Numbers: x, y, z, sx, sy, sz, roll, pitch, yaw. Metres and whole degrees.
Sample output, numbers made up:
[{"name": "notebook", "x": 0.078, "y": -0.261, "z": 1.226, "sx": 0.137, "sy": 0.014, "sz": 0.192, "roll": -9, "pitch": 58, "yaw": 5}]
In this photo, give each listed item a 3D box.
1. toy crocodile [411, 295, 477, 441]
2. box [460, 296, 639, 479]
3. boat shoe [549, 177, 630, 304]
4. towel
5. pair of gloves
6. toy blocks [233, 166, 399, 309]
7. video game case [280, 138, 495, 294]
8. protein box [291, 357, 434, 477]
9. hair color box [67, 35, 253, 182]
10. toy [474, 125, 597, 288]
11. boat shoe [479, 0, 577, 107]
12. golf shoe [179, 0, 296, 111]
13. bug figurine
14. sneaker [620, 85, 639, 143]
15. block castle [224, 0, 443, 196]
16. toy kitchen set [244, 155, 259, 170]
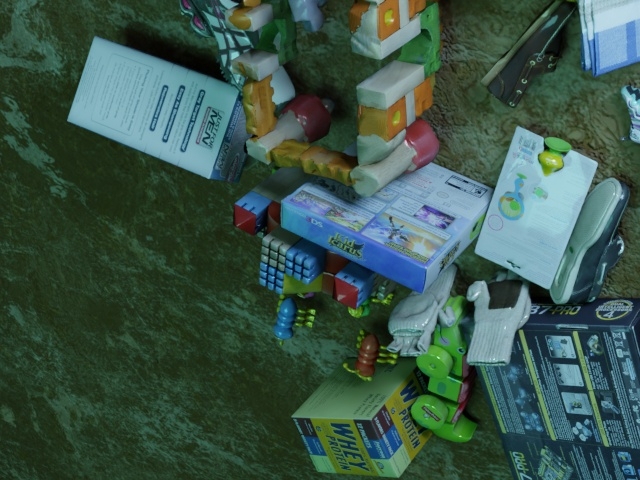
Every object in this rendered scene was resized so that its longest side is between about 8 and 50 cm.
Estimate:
[{"name": "toy crocodile", "x": 0.237, "y": 0.240, "z": 2.002, "sx": 0.105, "sy": 0.115, "sz": 0.341, "roll": 19, "pitch": 132, "yaw": 21}, {"name": "box", "x": 0.439, "y": 0.284, "z": 1.877, "sx": 0.318, "sy": 0.097, "sz": 0.395, "roll": -4, "pitch": 117, "yaw": 40}, {"name": "boat shoe", "x": 0.428, "y": 0.003, "z": 1.712, "sx": 0.079, "sy": 0.084, "sz": 0.233, "roll": 7, "pitch": 126, "yaw": -11}, {"name": "towel", "x": 0.405, "y": -0.363, "z": 1.379, "sx": 0.034, "sy": 0.209, "sz": 0.285, "roll": -129, "pitch": 22, "yaw": -59}, {"name": "pair of gloves", "x": 0.230, "y": 0.114, "z": 1.849, "sx": 0.240, "sy": 0.204, "sz": 0.042, "roll": 4, "pitch": 138, "yaw": 35}, {"name": "toy blocks", "x": 0.000, "y": 0.000, "z": 1.913, "sx": 0.381, "sy": 0.261, "sz": 0.191, "roll": 27, "pitch": 134, "yaw": 23}, {"name": "video game case", "x": 0.114, "y": -0.050, "z": 1.793, "sx": 0.269, "sy": 0.244, "sz": 0.061, "roll": 26, "pitch": 133, "yaw": 24}, {"name": "protein box", "x": 0.096, "y": 0.334, "z": 2.122, "sx": 0.201, "sy": 0.200, "sz": 0.136, "roll": -7, "pitch": 116, "yaw": 42}, {"name": "hair color box", "x": -0.284, "y": -0.241, "z": 2.038, "sx": 0.347, "sy": 0.105, "sz": 0.174, "roll": 23, "pitch": 97, "yaw": 27}, {"name": "toy", "x": 0.341, "y": -0.056, "z": 1.739, "sx": 0.137, "sy": 0.056, "sz": 0.237, "roll": 28, "pitch": 129, "yaw": 21}, {"name": "boat shoe", "x": 0.312, "y": -0.270, "z": 1.600, "sx": 0.073, "sy": 0.073, "sz": 0.207, "roll": 43, "pitch": 145, "yaw": 4}, {"name": "golf shoe", "x": -0.126, "y": -0.343, "z": 1.890, "sx": 0.273, "sy": 0.105, "sz": 0.120, "roll": 51, "pitch": 130, "yaw": -2}, {"name": "bug figurine", "x": 0.020, "y": 0.139, "z": 2.101, "sx": 0.279, "sy": 0.072, "sz": 0.216, "roll": 21, "pitch": 113, "yaw": 28}, {"name": "sneaker", "x": 0.448, "y": -0.168, "z": 1.580, "sx": 0.098, "sy": 0.038, "sz": 0.069, "roll": 48, "pitch": 137, "yaw": 2}, {"name": "block castle", "x": 0.029, "y": -0.318, "z": 1.698, "sx": 0.303, "sy": 0.213, "sz": 0.453, "roll": 17, "pitch": 129, "yaw": 33}, {"name": "toy kitchen set", "x": -0.124, "y": -0.177, "z": 2.067, "sx": 0.068, "sy": 0.075, "sz": 0.083, "roll": 44, "pitch": -165, "yaw": -53}]
